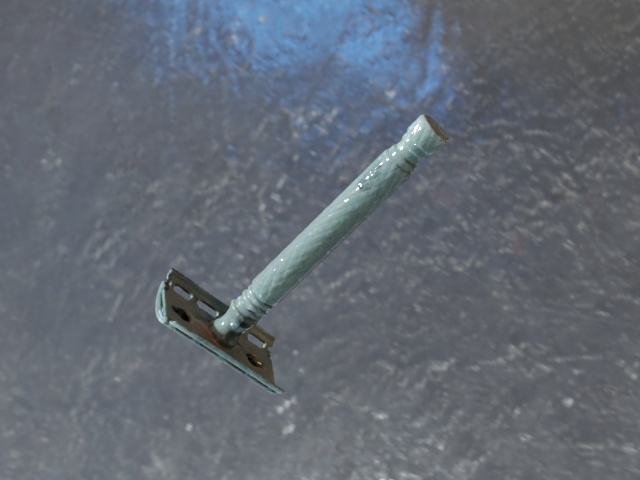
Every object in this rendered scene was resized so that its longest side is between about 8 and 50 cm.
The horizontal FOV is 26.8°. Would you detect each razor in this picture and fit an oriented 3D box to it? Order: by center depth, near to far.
[{"bbox_3d":[0.000,0.000,0.936,0.232,0.106,0.068,-44,29,18],"label":"razor"}]
